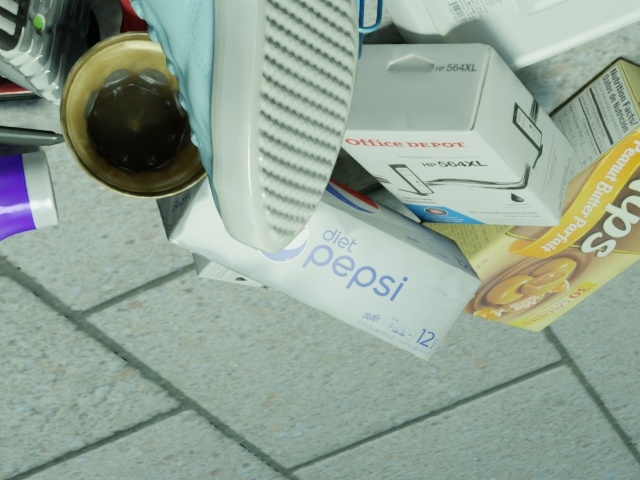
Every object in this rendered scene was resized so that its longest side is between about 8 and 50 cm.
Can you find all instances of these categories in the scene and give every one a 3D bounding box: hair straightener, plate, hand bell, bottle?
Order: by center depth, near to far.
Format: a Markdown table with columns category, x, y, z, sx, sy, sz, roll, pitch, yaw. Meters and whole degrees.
| category | x | y | z | sx | sy | sz | roll | pitch | yaw |
| --- | --- | --- | --- | --- | --- | --- | --- | --- | --- |
| hair straightener | -0.318 | -0.080 | 1.254 | 0.231 | 0.089 | 0.047 | -3 | 180 | -20 |
| hand bell | -0.162 | -0.081 | 1.259 | 0.126 | 0.126 | 0.242 | -5 | 176 | -17 |
| plate | 0.184 | -0.230 | 1.279 | 0.278 | 0.045 | 0.277 | -21 | 148 | 11 |
| bottle | -0.368 | -0.019 | 1.324 | 0.283 | 0.092 | 0.118 | -10 | 153 | -8 |

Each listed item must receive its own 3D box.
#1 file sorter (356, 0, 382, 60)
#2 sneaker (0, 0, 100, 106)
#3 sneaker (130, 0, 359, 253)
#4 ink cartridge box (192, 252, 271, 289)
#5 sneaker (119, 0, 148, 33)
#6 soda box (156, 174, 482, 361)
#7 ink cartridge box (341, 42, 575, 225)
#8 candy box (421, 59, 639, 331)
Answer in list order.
| category | x | y | z | sx | sy | sz | roll | pitch | yaw |
| --- | --- | --- | --- | --- | --- | --- | --- | --- | --- |
| file sorter | -0.018 | -0.180 | 1.188 | 0.118 | 0.104 | 0.170 | 15 | 139 | -14 |
| sneaker | -0.260 | -0.166 | 1.179 | 0.132 | 0.086 | 0.229 | 9 | 170 | 15 |
| sneaker | -0.071 | -0.171 | 1.023 | 0.135 | 0.150 | 0.365 | -33 | 129 | -47 |
| ink cartridge box | -0.045 | -0.002 | 1.522 | 0.135 | 0.056 | 0.099 | 11 | 138 | -35 |
| sneaker | -0.145 | -0.228 | 1.137 | 0.128 | 0.087 | 0.221 | 16 | 141 | -13 |
| soda box | 0.000 | 0.000 | 1.414 | 0.286 | 0.091 | 0.098 | 25 | 107 | -23 |
| ink cartridge box | 0.116 | -0.090 | 1.376 | 0.148 | 0.085 | 0.203 | 3 | 160 | 32 |
| candy box | 0.258 | -0.034 | 1.570 | 0.183 | 0.087 | 0.316 | 15 | 136 | -39 |
